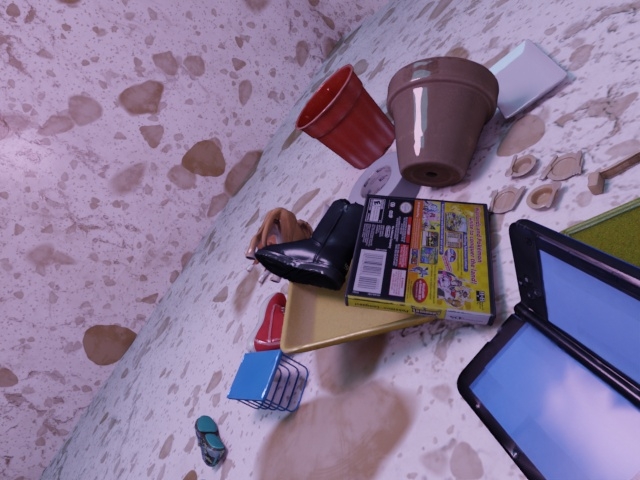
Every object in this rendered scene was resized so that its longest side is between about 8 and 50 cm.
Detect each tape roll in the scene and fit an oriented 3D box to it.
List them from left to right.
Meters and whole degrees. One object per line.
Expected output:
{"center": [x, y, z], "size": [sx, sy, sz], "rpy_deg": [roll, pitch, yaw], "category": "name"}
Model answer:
{"center": [0.180, -0.146, 1.146], "size": [0.219, 0.072, 0.219], "rpy_deg": [-40, 28, 27], "category": "tape roll"}

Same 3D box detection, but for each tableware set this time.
{"center": [0.407, -0.112, 0.775], "size": [0.141, 0.020, 0.169], "rpy_deg": [-58, 25, -12], "category": "tableware set"}

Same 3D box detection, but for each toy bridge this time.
{"center": [0.507, -0.118, 0.606], "size": [0.188, 0.026, 0.063], "rpy_deg": [-12, 44, 54], "category": "toy bridge"}

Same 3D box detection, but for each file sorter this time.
{"center": [-0.127, 0.348, 0.986], "size": [0.170, 0.105, 0.118], "rpy_deg": [-23, 39, 47], "category": "file sorter"}

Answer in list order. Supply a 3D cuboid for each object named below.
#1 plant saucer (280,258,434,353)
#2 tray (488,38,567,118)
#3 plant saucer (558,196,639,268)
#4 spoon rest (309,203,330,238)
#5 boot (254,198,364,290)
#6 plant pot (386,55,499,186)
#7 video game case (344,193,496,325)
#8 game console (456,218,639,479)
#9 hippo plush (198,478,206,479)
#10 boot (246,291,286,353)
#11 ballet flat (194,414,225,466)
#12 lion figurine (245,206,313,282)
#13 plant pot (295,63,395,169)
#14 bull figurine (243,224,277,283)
{"center": [0.091, 0.093, 0.890], "size": [0.333, 0.081, 0.332], "rpy_deg": [-19, 37, 19], "category": "plant saucer"}
{"center": [0.491, -0.397, 0.991], "size": [0.145, 0.030, 0.270], "rpy_deg": [-37, 29, 31], "category": "tray"}
{"center": [0.423, 0.016, 0.552], "size": [0.188, 0.045, 0.188], "rpy_deg": [-33, 31, 37], "category": "plant saucer"}
{"center": [0.000, 0.000, 1.223], "size": [0.276, 0.084, 0.137], "rpy_deg": [-85, 1, -46], "category": "spoon rest"}
{"center": [-0.007, -0.003, 0.927], "size": [0.247, 0.094, 0.207], "rpy_deg": [10, 55, 35], "category": "boot"}
{"center": [0.278, -0.260, 0.961], "size": [0.263, 0.263, 0.229], "rpy_deg": [-10, 65, 55], "category": "plant pot"}
{"center": [0.192, 0.021, 0.767], "size": [0.249, 0.035, 0.274], "rpy_deg": [6, 49, 12], "category": "video game case"}
{"center": [0.283, 0.151, 0.479], "size": [0.174, 0.250, 0.293], "rpy_deg": [-26, 26, -5], "category": "game console"}
{"center": [-0.334, 0.676, 0.862], "size": [0.294, 0.235, 0.236], "rpy_deg": [-49, 52, 44], "category": "hippo plush"}
{"center": [-0.091, 0.220, 1.141], "size": [0.176, 0.088, 0.244], "rpy_deg": [-21, 25, 20], "category": "boot"}
{"center": [-0.310, 0.546, 1.095], "size": [0.070, 0.070, 0.188], "rpy_deg": [-58, 22, -10], "category": "ballet flat"}
{"center": [-0.099, -0.006, 1.208], "size": [0.392, 0.142, 0.240], "rpy_deg": [81, -159, -70], "category": "lion figurine"}
{"center": [0.100, -0.403, 1.388], "size": [0.272, 0.265, 0.272], "rpy_deg": [-39, 29, 26], "category": "plant pot"}
{"center": [-0.199, 0.040, 1.514], "size": [0.188, 0.101, 0.310], "rpy_deg": [-46, 26, 17], "category": "bull figurine"}
